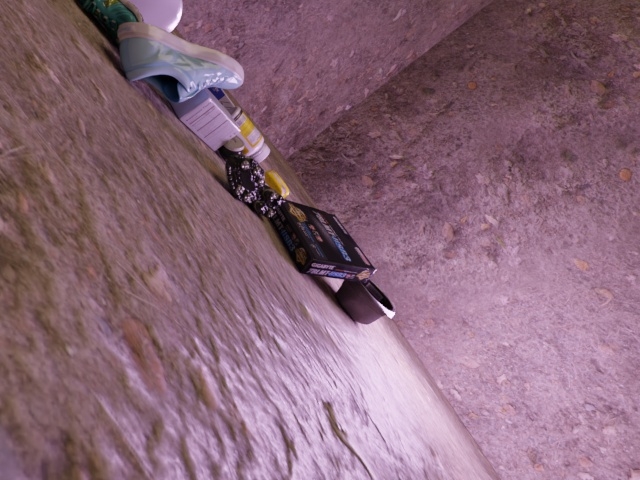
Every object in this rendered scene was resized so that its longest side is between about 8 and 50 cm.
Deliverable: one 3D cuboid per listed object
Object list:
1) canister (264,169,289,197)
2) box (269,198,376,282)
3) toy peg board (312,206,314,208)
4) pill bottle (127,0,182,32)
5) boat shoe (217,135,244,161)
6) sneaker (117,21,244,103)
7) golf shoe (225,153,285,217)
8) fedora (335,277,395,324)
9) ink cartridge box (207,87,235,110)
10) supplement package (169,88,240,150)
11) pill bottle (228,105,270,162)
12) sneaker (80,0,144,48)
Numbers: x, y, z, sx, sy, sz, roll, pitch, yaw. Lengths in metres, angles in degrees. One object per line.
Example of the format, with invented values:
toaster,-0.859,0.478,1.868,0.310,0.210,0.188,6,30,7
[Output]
canister,-0.185,-0.207,1.823,0.126,0.073,0.170,53,7,-5
box,0.000,0.000,1.548,0.294,0.073,0.295,12,35,-43
toy peg board,-0.034,-0.057,2.230,0.161,0.079,0.160,-102,171,-75
pill bottle,-0.541,-0.741,1.354,0.363,0.210,0.210,52,4,29
boat shoe,-0.319,-0.324,1.528,0.233,0.084,0.079,49,-36,34
sneaker,-0.341,-0.409,1.206,0.366,0.135,0.149,-1,93,-52
golf shoe,-0.206,-0.158,1.332,0.120,0.105,0.273,39,-8,29
fedora,0.142,0.205,1.701,0.275,0.124,0.243,36,16,-50
ink cartridge box,-0.405,-0.540,1.920,0.207,0.097,0.046,53,5,2
supplement package,-0.332,-0.363,1.383,0.105,0.105,0.179,57,6,28
pill bottle,-0.294,-0.395,1.834,0.208,0.119,0.119,51,6,-30
sneaker,-0.531,-0.564,1.173,0.275,0.107,0.110,54,30,1
